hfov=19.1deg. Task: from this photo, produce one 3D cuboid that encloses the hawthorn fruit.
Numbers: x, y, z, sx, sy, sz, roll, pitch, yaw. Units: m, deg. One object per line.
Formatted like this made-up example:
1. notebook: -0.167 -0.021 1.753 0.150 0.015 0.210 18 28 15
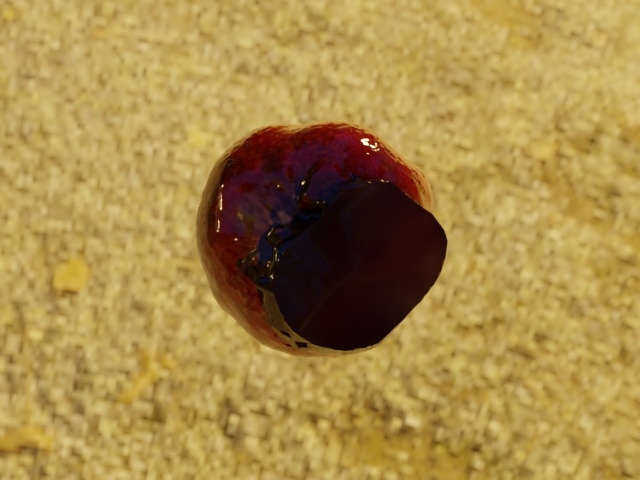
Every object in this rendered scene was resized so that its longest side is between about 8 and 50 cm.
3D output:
1. hawthorn fruit: 0.000 0.000 1.471 0.189 0.189 0.251 16 -1 1
